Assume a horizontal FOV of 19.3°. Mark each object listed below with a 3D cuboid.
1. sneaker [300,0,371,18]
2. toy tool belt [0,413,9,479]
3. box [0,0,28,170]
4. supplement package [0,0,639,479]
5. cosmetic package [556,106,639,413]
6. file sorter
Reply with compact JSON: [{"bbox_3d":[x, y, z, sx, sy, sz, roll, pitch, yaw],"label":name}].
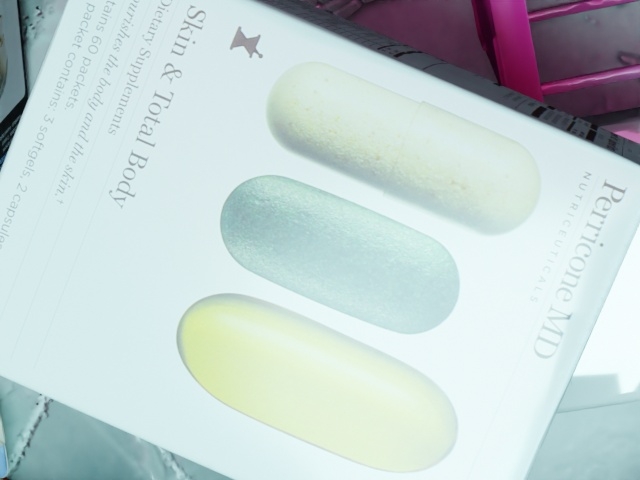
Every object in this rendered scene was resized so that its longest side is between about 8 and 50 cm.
[{"bbox_3d":[0.004,-0.175,1.164,0.158,0.061,0.065,-14,67,9],"label":"sneaker"},{"bbox_3d":[-0.231,0.140,1.224,0.051,0.052,0.083,-10,114,-14],"label":"toy tool belt"},{"bbox_3d":[-0.277,-0.177,1.141,0.169,0.087,0.290,1,113,8],"label":"box"},{"bbox_3d":[0.000,0.000,0.889,0.262,0.198,0.199,23,98,6],"label":"supplement package"},{"bbox_3d":[0.150,0.006,1.074,0.385,0.217,0.156,-11,94,8],"label":"cosmetic package"},{"bbox_3d":[0.156,-0.244,1.027,0.182,0.202,0.291,-12,108,4],"label":"file sorter"}]
